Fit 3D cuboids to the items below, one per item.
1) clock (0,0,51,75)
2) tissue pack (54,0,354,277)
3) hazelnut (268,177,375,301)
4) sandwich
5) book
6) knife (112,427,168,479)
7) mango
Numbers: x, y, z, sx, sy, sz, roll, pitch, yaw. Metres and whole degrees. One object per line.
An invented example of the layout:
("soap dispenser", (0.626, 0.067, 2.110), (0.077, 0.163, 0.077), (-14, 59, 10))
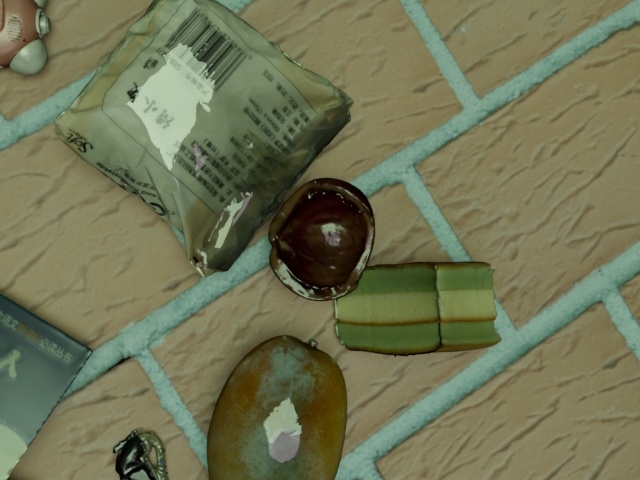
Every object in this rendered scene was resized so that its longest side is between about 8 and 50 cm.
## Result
("clock", (-0.519, -0.352, 1.330), (0.162, 0.092, 0.166), (0, 88, -14))
("tissue pack", (-0.184, -0.193, 1.337), (0.375, 0.195, 0.390), (42, 82, -11))
("hazelnut", (0.008, 0.001, 1.377), (0.170, 0.160, 0.202), (6, 82, 22))
("sandwich", (0.173, 0.117, 1.442), (0.198, 0.227, 0.155), (1, 85, -46))
("book", (-0.593, 0.271, 1.261), (0.300, 0.039, 0.428), (31, 69, -3))
("knife", (-0.240, 0.488, 1.380), (0.089, 0.043, 0.365), (-27, 94, -9))
("mango", (-0.079, 0.340, 1.344), (0.221, 0.199, 0.384), (18, 98, -15))
